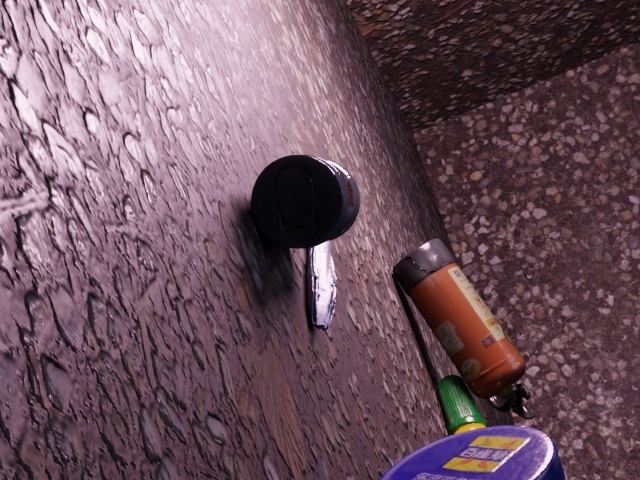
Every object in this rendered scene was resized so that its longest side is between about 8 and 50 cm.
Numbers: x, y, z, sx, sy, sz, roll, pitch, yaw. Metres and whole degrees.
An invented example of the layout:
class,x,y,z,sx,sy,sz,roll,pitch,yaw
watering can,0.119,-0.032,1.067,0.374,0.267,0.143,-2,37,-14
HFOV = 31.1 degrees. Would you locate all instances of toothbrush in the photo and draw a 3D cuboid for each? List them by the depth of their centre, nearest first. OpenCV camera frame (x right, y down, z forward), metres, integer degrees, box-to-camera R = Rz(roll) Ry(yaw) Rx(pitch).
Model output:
class,x,y,z,sx,sy,sz,roll,pitch,yaw
toothbrush,0.000,0.000,1.450,0.035,0.042,0.413,27,24,-13

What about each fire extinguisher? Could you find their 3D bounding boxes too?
class,x,y,z,sx,sy,sz,roll,pitch,yaw
fire extinguisher,0.286,0.182,2.140,0.376,0.113,0.200,57,8,17

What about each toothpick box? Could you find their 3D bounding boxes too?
class,x,y,z,sx,sy,sz,roll,pitch,yaw
toothpick box,-0.013,-0.044,1.273,0.153,0.101,0.101,-20,88,-80

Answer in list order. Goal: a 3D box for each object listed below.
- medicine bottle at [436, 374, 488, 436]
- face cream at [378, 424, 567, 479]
class,x,y,z,sx,sy,sz,roll,pitch,yaw
medicine bottle,0.269,0.359,2.021,0.111,0.076,0.309,26,26,-30
face cream,0.165,0.289,1.218,0.206,0.206,0.111,-74,146,-74
